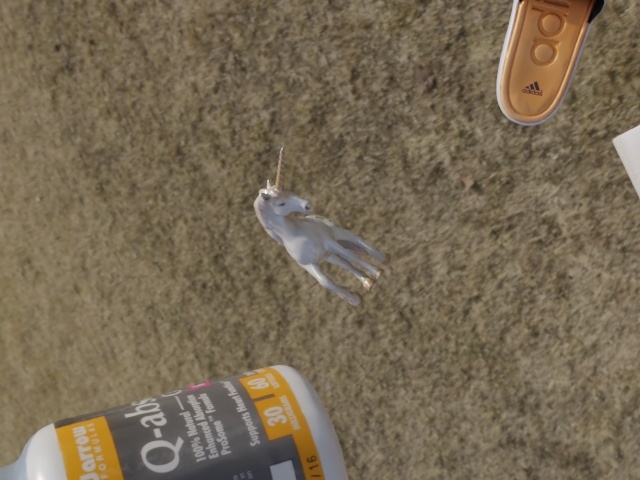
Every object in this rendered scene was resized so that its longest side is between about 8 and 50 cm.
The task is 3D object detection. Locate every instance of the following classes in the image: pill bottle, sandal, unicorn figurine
[{"bbox_3d":[-0.130,0.202,0.622,0.162,0.279,0.162,168,90,-68],"label":"pill bottle"},{"bbox_3d":[0.242,-0.242,0.817,0.102,0.076,0.265,9,104,1],"label":"sandal"},{"bbox_3d":[0.000,0.000,0.653,0.111,0.060,0.162,36,174,4],"label":"unicorn figurine"}]

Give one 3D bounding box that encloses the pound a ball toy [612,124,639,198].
[{"bbox_3d":[0.402,0.025,0.859,0.208,0.136,0.319,-29,83,53],"label":"pound a ball toy"}]
